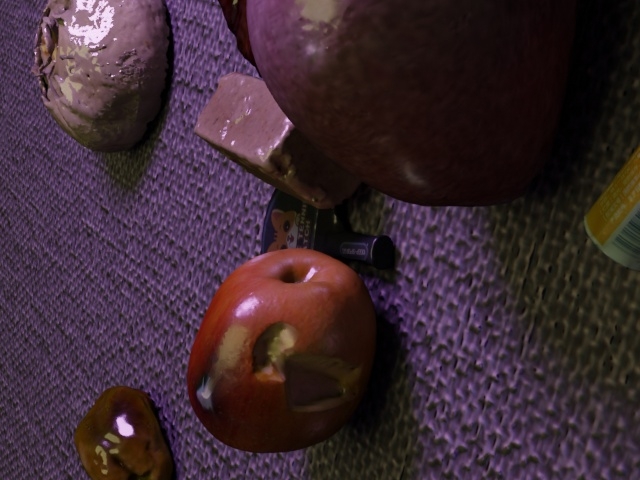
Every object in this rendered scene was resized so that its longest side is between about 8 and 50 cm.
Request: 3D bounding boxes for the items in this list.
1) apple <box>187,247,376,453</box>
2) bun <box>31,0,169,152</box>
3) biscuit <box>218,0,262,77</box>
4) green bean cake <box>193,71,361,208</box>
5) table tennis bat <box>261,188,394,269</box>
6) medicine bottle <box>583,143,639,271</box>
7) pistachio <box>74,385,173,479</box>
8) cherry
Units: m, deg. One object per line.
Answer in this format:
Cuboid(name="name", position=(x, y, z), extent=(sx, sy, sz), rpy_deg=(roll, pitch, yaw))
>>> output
Cuboid(name="apple", position=(-0.032, 0.099, 1.032), extent=(0.199, 0.199, 0.199), rpy_deg=(-11, 77, 56))
Cuboid(name="bun", position=(-0.316, -0.252, 1.535), extent=(0.259, 0.152, 0.259), rpy_deg=(-18, 69, 55))
Cuboid(name="biscuit", position=(0.024, -0.342, 1.077), extent=(0.407, 0.091, 0.407), rpy_deg=(-7, 81, 55))
Cuboid(name="green bean cake", position=(-0.040, -0.100, 1.107), extent=(0.085, 0.109, 0.179), rpy_deg=(-57, 36, -3))
Cuboid(name="table tennis bat", position=(0.000, 0.000, 1.131), extent=(0.236, 0.027, 0.150), rpy_deg=(11, 94, 59))
Cuboid(name="medicine bottle", position=(0.252, -0.076, 0.706), extent=(0.218, 0.074, 0.074), rpy_deg=(-59, 41, 36))
Cuboid(name="pistachio", position=(-0.257, 0.256, 1.417), extent=(0.100, 0.110, 0.189), rpy_deg=(83, 164, -49))
Cuboid(name="cherry", position=(0.079, -0.158, 0.825), extent=(0.221, 0.261, 0.307), rpy_deg=(12, 139, 52))
